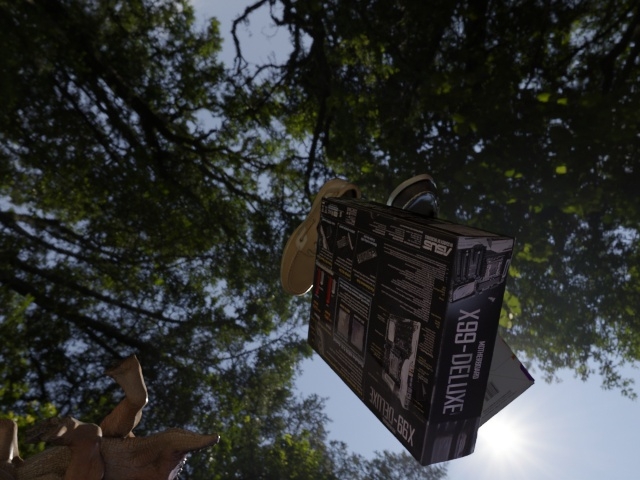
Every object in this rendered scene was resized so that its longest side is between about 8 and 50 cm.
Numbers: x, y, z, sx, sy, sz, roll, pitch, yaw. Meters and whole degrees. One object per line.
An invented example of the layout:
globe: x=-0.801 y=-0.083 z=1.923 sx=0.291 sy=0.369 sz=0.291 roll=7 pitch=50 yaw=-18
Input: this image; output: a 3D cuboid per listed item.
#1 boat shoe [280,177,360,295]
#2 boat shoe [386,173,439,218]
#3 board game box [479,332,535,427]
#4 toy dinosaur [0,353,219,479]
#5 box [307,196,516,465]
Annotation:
boat shoe: x=0.000 y=0.000 z=1.026 sx=0.302 sy=0.109 sz=0.098 roll=-62 pitch=-155 yaw=5
boat shoe: x=0.155 y=-0.026 z=0.707 sx=0.081 sy=0.228 sz=0.069 roll=-20 pitch=-113 yaw=1
board game box: x=0.233 y=0.225 z=0.818 sx=0.144 sy=0.275 sz=0.142 roll=-35 pitch=-97 yaw=-7
toy dinosaur: x=-0.216 y=0.230 z=0.379 sx=0.295 sy=0.200 sz=0.127 roll=-16 pitch=-168 yaw=-7
box: x=0.084 y=0.081 z=0.570 sx=0.076 sy=0.243 sz=0.307 roll=1 pitch=-169 yaw=-25
